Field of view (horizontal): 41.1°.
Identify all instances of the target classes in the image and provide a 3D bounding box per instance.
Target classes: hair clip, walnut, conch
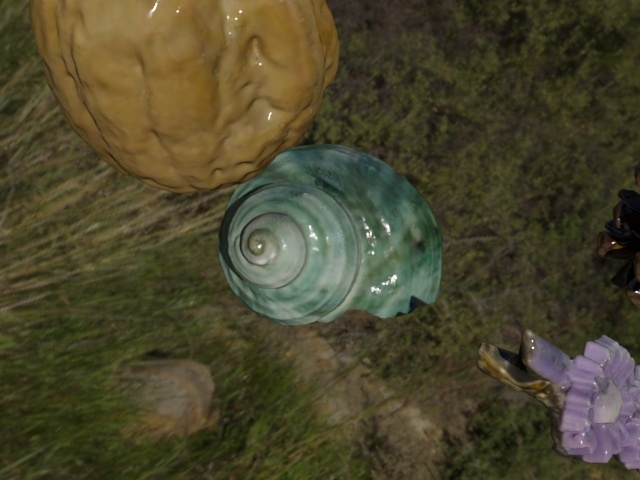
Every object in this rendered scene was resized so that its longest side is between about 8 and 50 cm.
[{"bbox_3d":[0.241,0.139,0.724,0.292,0.084,0.106,24,76,-37],"label":"hair clip"},{"bbox_3d":[-0.102,-0.166,0.634,0.257,0.257,0.224,44,59,-13],"label":"walnut"},{"bbox_3d":[0.000,0.000,0.876,0.220,0.195,0.277,50,20,21],"label":"conch"}]

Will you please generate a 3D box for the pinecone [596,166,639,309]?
[{"bbox_3d":[0.443,-0.021,0.890,0.244,0.309,0.244,42,33,-35],"label":"pinecone"}]
